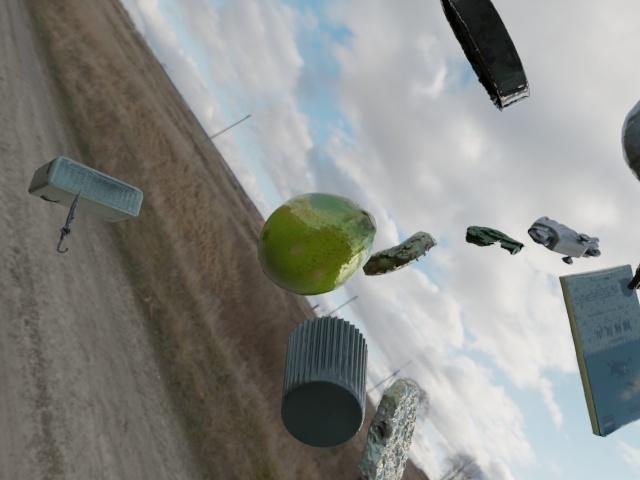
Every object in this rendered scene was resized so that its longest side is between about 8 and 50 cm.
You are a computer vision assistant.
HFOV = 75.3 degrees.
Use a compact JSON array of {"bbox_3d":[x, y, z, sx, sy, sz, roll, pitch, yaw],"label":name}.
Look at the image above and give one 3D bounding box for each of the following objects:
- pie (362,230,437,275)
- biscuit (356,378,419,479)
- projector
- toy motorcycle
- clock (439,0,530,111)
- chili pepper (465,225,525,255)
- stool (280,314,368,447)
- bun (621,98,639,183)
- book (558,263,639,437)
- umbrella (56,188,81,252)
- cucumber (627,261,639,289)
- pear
[{"bbox_3d":[0.305,0.061,1.656,0.103,0.288,0.354,65,-24,3],"label":"pie"},{"bbox_3d":[0.111,0.326,0.665,0.040,0.188,0.266,17,-52,31],"label":"biscuit"},{"bbox_3d":[-0.695,-0.147,1.241,0.192,0.099,0.256,-7,-22,40],"label":"projector"},{"bbox_3d":[0.831,-0.016,1.438,0.171,0.260,0.110,-85,-170,-52],"label":"toy motorcycle"},{"bbox_3d":[0.358,-0.430,0.913,0.312,0.061,0.313,46,26,-31],"label":"clock"},{"bbox_3d":[0.771,-0.003,1.847,0.253,0.099,0.083,21,-35,40],"label":"chili pepper"},{"bbox_3d":[0.013,0.452,1.345,0.297,0.297,0.330,59,13,-15],"label":"stool"},{"bbox_3d":[0.934,-0.239,0.989,0.211,0.362,0.362,30,16,-48],"label":"bun"},{"bbox_3d":[0.726,0.259,1.032,0.031,0.264,0.380,155,-73,-66],"label":"book"},{"bbox_3d":[-0.507,-0.043,0.836,0.022,0.022,0.149,-39,-133,49],"label":"umbrella"},{"bbox_3d":[0.672,0.008,0.812,0.046,0.070,0.220,21,-44,23],"label":"cucumber"},{"bbox_3d":[0.000,0.000,0.730,0.187,0.219,0.188,36,38,-35],"label":"pear"}]
